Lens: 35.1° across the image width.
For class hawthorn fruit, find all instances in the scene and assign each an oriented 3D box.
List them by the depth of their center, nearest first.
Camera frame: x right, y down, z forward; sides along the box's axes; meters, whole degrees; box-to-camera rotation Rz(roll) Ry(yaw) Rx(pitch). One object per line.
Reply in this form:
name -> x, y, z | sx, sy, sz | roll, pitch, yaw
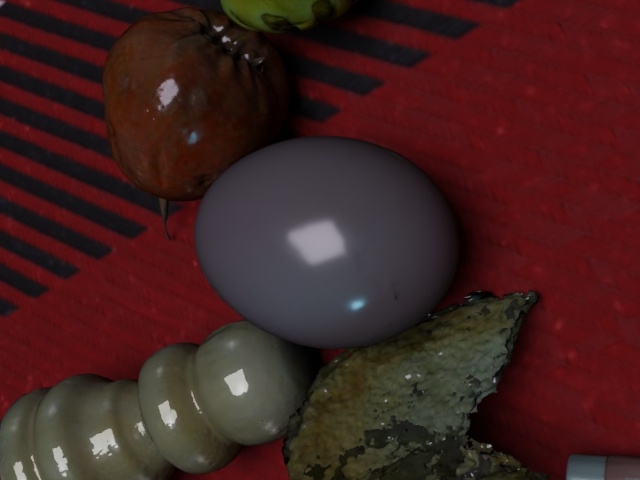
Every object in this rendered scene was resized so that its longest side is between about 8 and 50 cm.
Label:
hawthorn fruit -> -0.112, -0.091, 0.774 | 0.189, 0.149, 0.149 | -48, 66, 13

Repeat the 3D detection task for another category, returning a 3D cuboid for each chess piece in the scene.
chess piece -> -0.114, 0.134, 0.777 | 0.243, 0.133, 0.133 | -27, 74, 19

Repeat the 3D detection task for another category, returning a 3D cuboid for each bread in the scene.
bread -> -0.029, -0.205, 0.756 | 0.139, 0.130, 0.071 | 36, 147, 32

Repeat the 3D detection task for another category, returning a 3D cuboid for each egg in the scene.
egg -> 0.000, 0.000, 0.701 | 0.198, 0.146, 0.147 | 12, 92, 31

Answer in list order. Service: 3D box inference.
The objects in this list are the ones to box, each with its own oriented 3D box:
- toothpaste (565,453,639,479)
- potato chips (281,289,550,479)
toothpaste -> 0.254, 0.155, 0.612 | 0.205, 0.036, 0.056 | 1, 88, 26
potato chips -> 0.070, 0.119, 0.646 | 0.202, 0.029, 0.220 | -25, 31, 6
